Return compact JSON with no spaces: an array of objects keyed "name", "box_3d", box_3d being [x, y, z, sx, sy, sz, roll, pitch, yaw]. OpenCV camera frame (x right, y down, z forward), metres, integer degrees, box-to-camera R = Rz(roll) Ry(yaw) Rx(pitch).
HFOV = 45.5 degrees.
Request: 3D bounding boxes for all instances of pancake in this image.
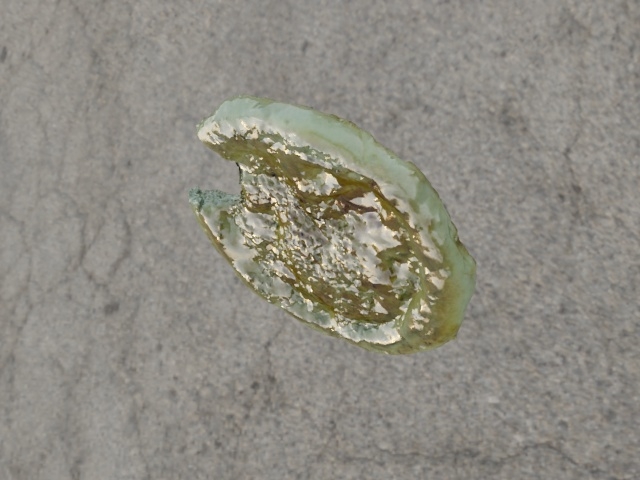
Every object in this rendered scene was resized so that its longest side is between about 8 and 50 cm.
[{"name":"pancake","box_3d":[0.000,0.000,0.574,0.253,0.253,0.037,4,43,42]}]
